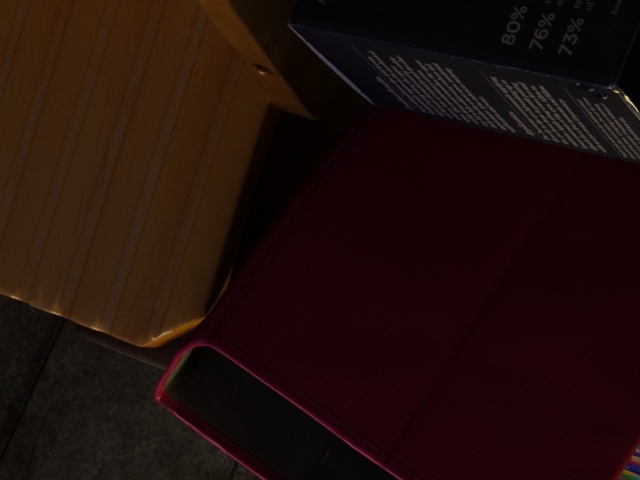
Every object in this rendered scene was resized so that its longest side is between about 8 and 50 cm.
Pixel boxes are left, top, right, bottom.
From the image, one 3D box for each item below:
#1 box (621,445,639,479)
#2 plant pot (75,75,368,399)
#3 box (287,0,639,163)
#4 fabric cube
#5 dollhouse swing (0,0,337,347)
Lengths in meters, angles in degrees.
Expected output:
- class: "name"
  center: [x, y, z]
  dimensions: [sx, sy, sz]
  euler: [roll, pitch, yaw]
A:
- class: "box"
  center: [0.303, 0.107, 1.688]
  dimensions: [0.279, 0.177, 0.290]
  euler: [28, 168, -18]
- class: "plant pot"
  center: [0.000, 0.000, 1.466]
  dimensions: [0.323, 0.280, 0.323]
  euler: [20, 177, 1]
- class: "box"
  center: [0.112, -0.142, 0.976]
  dimensions: [0.207, 0.153, 0.108]
  euler: [17, 168, 35]
- class: "fabric cube"
  center: [0.076, 0.056, 1.192]
  dimensions: [0.259, 0.258, 0.254]
  euler: [36, 163, -2]
- class: "dollhouse swing"
  center: [-0.200, -0.134, 1.250]
  dimensions: [0.347, 0.305, 0.315]
  euler: [20, 168, 23]
